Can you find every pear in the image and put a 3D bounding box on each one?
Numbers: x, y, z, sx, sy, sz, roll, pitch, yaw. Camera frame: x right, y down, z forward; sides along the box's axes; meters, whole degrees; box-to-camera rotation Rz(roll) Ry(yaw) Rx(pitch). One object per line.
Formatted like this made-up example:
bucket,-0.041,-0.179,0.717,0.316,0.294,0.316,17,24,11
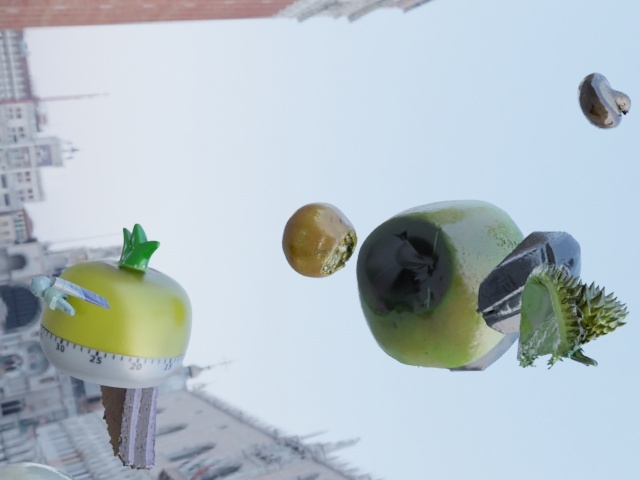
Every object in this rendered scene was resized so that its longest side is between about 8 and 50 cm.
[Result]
pear,0.222,0.074,1.541,0.399,0.165,0.398,-13,-113,34

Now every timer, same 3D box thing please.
timer,-0.348,0.103,1.335,0.285,0.285,0.285,33,-52,57

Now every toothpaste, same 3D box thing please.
toothpaste,-0.306,0.067,0.958,0.015,0.083,0.024,-49,-139,10

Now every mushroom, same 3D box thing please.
mushroom,0.575,-0.287,1.532,0.087,0.127,0.127,-30,-111,33

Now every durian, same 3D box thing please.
durian,0.226,0.079,0.693,0.215,0.086,0.100,81,34,-80

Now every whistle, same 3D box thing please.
whistle,-0.433,0.089,1.212,0.100,0.035,0.035,34,-45,20

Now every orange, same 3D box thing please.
orange,0.000,0.000,1.467,0.134,0.155,0.154,9,-72,36

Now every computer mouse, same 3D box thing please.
computer mouse,0.306,0.057,1.057,0.105,0.192,0.062,62,-20,-15

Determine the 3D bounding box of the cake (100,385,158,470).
cake,-0.407,0.357,1.638,0.113,0.116,0.295,-32,-131,18

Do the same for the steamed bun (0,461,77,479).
steamed bun,-0.347,0.436,0.970,0.324,0.206,0.324,40,-27,25
